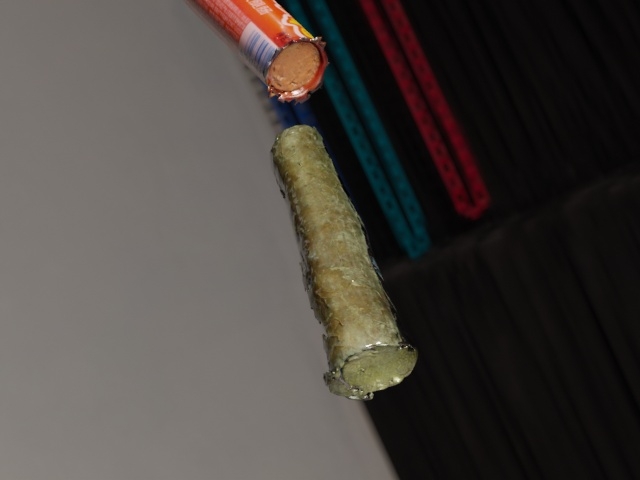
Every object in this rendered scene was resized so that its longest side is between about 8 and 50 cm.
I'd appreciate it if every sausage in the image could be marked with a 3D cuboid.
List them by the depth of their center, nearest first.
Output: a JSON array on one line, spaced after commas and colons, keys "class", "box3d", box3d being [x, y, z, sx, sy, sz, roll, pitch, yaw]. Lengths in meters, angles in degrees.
[{"class": "sausage", "box3d": [-0.050, -0.141, 0.967, 0.050, 0.145, 0.048, 21, -71, -49]}]

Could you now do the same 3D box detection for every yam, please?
[{"class": "yam", "box3d": [0.000, 0.000, 0.545, 0.033, 0.027, 0.129, -23, 44, 1]}]
